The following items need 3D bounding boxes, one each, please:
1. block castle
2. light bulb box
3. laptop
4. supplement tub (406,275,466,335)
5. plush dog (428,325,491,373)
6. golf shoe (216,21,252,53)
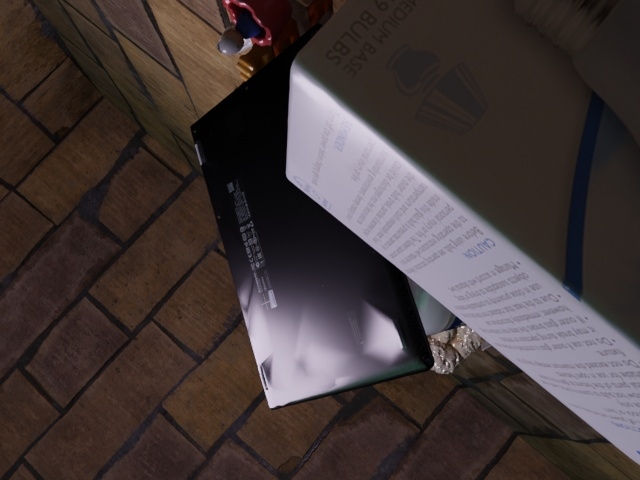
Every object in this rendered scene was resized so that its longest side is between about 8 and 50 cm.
[{"bbox_3d":[0.028,-0.207,1.076,0.303,0.212,0.453,38,170,16],"label":"block castle"},{"bbox_3d":[0.225,-0.083,0.454,0.361,0.358,0.225,39,172,3],"label":"light bulb box"},{"bbox_3d":[0.000,0.000,0.927,0.408,0.236,0.381,-27,77,44],"label":"laptop"},{"bbox_3d":[0.182,-0.005,0.920,0.228,0.317,0.228,167,90,-73],"label":"supplement tub"},{"bbox_3d":[0.294,0.139,1.621,0.225,0.262,0.210,40,140,-2],"label":"plush dog"},{"bbox_3d":[-0.140,-0.380,1.326,0.069,0.086,0.176,47,167,-25],"label":"golf shoe"}]
